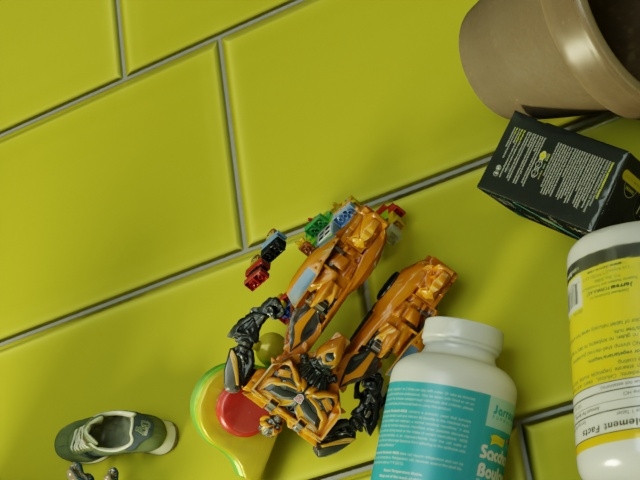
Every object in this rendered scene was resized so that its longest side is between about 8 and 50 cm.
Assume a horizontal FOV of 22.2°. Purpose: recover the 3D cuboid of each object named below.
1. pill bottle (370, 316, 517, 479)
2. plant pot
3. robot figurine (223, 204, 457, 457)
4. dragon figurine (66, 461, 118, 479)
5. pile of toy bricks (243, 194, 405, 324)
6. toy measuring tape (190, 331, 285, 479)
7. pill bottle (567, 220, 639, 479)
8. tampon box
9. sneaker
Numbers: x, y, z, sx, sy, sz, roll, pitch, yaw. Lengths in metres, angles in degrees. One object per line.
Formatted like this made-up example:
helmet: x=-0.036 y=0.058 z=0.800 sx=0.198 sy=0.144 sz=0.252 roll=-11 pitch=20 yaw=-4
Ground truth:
pill bottle: x=0.139 y=0.224 z=1.829 sx=0.146 sy=0.146 sz=0.264 roll=3 pitch=75 yaw=33
plant pot: x=0.288 y=-0.244 z=1.867 sx=0.229 sy=0.263 sz=0.263 roll=-20 pitch=62 yaw=45
robot figurine: x=0.019 y=0.113 z=1.924 sx=0.211 sy=0.085 sz=0.291 roll=36 pitch=87 yaw=-6
dragon figurine: x=-0.291 y=0.426 z=2.066 sx=0.085 sy=0.144 sz=0.289 roll=-10 pitch=87 yaw=28
pile of toy bricks: x=0.000 y=0.000 z=2.040 sx=0.212 sy=0.118 sz=0.105 roll=-40 pitch=23 yaw=25
toy measuring tape: x=-0.125 y=0.263 z=1.998 sx=0.121 sy=0.121 sz=0.330 roll=16 pitch=82 yaw=36
pill bottle: x=0.357 y=0.160 z=1.688 sx=0.188 sy=0.188 sz=0.334 roll=-11 pitch=68 yaw=29
tampon box: x=0.287 y=-0.063 z=1.855 sx=0.161 sy=0.120 sz=0.101 roll=25 pitch=88 yaw=36
sneaker: x=-0.287 y=0.251 z=2.128 sx=0.192 sy=0.086 sz=0.064 roll=-8 pitch=69 yaw=30
